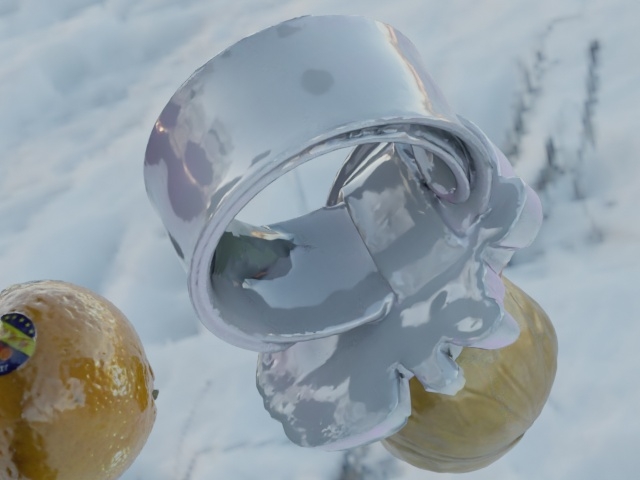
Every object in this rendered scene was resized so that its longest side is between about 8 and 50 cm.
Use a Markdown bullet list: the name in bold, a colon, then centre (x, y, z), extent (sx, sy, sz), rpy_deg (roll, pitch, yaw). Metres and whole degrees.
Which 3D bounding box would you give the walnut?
- **walnut**: centre (0.099, 0.094, 1.625), extent (0.195, 0.195, 0.222), rpy_deg (-32, 65, -27)

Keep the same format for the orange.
- **orange**: centre (-0.208, 0.118, 1.429), extent (0.155, 0.178, 0.177), rpy_deg (-2, 15, -42)

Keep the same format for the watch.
- **watch**: centre (0.000, 0.000, 1.160), extent (0.244, 0.231, 0.196), rpy_deg (-43, 52, 17)
